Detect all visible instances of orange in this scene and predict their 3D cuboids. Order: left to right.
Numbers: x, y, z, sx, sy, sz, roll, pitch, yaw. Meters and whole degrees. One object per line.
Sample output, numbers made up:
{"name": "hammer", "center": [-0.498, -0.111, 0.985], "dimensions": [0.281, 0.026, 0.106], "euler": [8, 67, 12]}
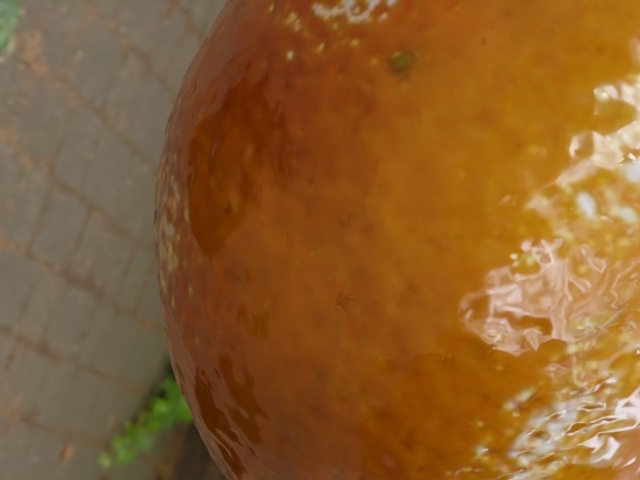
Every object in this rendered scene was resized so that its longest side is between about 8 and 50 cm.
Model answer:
{"name": "orange", "center": [0.110, -0.020, 0.911], "dimensions": [0.424, 0.326, 0.424], "euler": [-21, 144, -16]}
